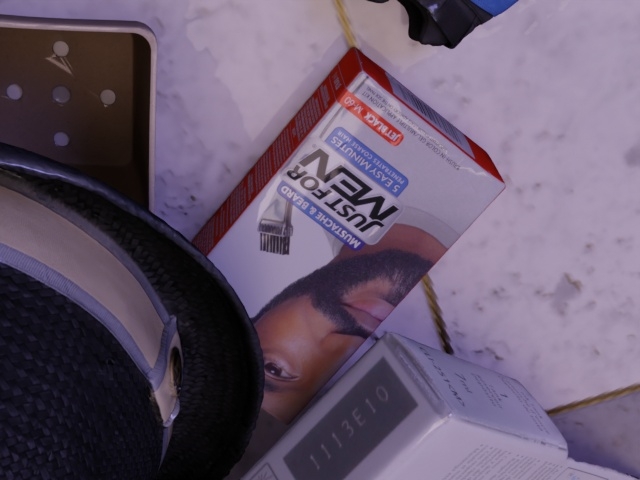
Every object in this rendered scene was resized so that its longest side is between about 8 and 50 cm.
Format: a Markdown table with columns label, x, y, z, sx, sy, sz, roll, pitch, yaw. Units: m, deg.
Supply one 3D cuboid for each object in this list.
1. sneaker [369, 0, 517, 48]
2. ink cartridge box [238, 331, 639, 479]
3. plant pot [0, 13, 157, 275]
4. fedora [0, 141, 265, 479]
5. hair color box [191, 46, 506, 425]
| label | x | y | z | sx | sy | sz | roll | pitch | yaw |
| --- | --- | --- | --- | --- | --- | --- | --- | --- | --- |
| sneaker | 0.031 | -0.153 | 0.512 | 0.084 | 0.058 | 0.152 | -41 | 115 | 4 |
| ink cartridge box | 0.023 | 0.184 | 0.625 | 0.275 | 0.060 | 0.239 | -47 | 143 | 15 |
| plant pot | -0.125 | -0.055 | 0.524 | 0.109 | 0.096 | 0.109 | 3 | 112 | -3 |
| fedora | -0.176 | 0.108 | 0.492 | 0.334 | 0.153 | 0.334 | 0 | 140 | 0 |
| hair color box | 0.000 | 0.000 | 0.576 | 0.093 | 0.053 | 0.167 | 36 | 107 | -16 |
